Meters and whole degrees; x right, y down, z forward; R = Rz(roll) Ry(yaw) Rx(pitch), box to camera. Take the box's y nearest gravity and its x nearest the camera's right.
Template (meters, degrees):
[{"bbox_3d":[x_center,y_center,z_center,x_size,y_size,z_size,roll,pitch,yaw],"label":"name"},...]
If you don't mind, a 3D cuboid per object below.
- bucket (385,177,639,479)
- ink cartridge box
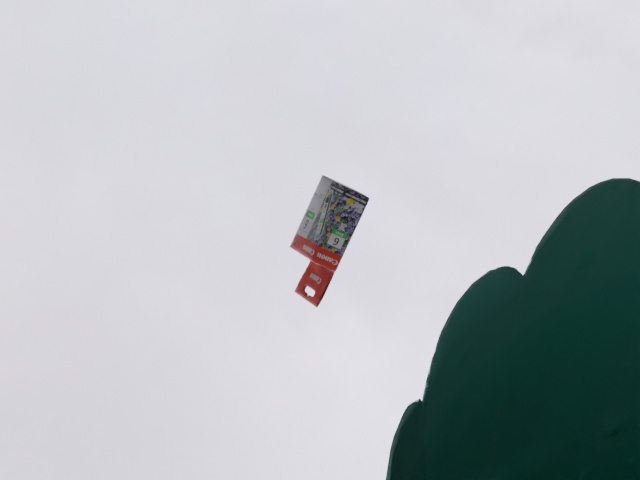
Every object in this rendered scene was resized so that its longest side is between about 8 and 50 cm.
[{"bbox_3d":[0.141,0.133,0.538,0.281,0.183,0.281,3,-131,-3],"label":"bucket"},{"bbox_3d":[0.000,0.000,1.715,0.029,0.115,0.063,24,-177,-25],"label":"ink cartridge box"}]
